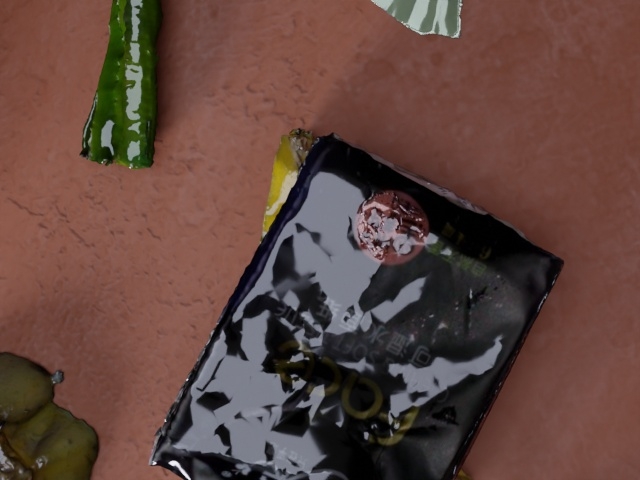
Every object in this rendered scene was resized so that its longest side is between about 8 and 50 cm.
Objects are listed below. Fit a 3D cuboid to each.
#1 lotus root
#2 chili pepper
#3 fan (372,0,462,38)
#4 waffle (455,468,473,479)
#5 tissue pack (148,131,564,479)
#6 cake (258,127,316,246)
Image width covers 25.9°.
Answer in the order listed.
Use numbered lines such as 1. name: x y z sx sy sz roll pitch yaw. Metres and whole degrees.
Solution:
1. lotus root: -0.314 0.209 1.309 0.183 0.078 0.204 21 93 7
2. chili pepper: -0.156 -0.243 1.280 0.085 0.076 0.359 15 94 33
3. fan: 0.073 -0.293 1.273 0.131 0.009 0.240 -16 89 11
4. waffle: 0.042 0.194 1.271 0.192 0.046 0.161 -9 89 9
5. tissue pack: 0.031 0.102 1.183 0.245 0.123 0.332 29 94 -1
6. cake: -0.001 0.000 1.257 0.116 0.080 0.185 18 90 10
